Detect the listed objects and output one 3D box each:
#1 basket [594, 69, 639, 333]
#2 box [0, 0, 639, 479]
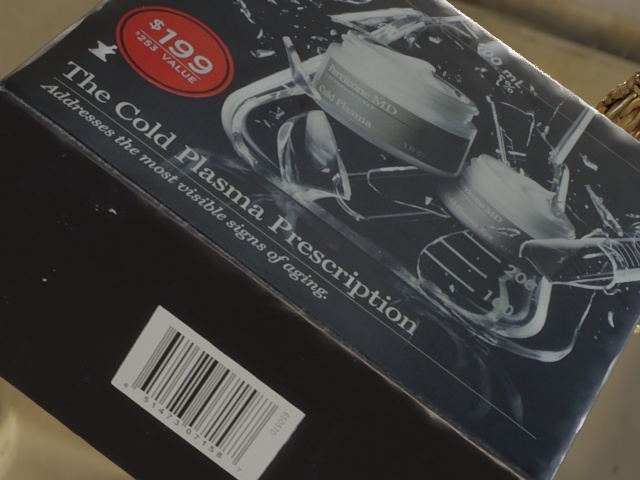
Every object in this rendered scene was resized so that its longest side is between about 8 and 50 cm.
[{"bbox_3d":[0.392,-0.075,2.021,0.223,0.299,0.213,-15,-114,-54],"label":"basket"},{"bbox_3d":[0.000,0.000,1.126,0.343,0.179,0.312,36,-141,2],"label":"box"}]
